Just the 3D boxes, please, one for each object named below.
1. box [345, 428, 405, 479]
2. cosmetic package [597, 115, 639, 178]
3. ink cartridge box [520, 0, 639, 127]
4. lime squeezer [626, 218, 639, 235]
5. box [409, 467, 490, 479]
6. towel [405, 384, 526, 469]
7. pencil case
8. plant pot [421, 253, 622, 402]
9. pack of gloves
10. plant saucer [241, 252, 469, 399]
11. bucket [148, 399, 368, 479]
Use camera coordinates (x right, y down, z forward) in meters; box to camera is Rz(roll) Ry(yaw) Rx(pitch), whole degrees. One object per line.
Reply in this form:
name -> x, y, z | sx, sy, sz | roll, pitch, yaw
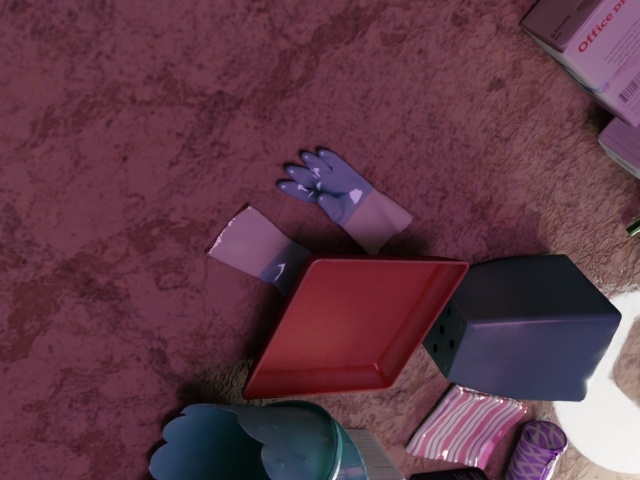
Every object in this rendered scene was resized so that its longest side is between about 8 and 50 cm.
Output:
box -> -0.002, 0.389, 1.544 | 0.182, 0.119, 0.181 | 9, 117, -37
cosmetic package -> 0.496, -0.198, 1.423 | 0.231, 0.085, 0.117 | -51, 160, 8
ink cartridge box -> 0.380, -0.267, 1.313 | 0.212, 0.093, 0.154 | 29, 104, -45
lime squeezer -> 0.584, -0.129, 1.575 | 0.110, 0.059, 0.310 | 0, 123, -33
box -> 0.213, 0.487, 1.776 | 0.158, 0.093, 0.156 | 2, 121, -33
towel -> 0.247, 0.314, 1.711 | 0.197, 0.029, 0.144 | 20, 110, -41
pencil case -> 0.381, 0.417, 1.835 | 0.086, 0.088, 0.206 | -8, 127, -25
plant pot -> 0.276, 0.130, 1.506 | 0.234, 0.165, 0.165 | 0, 122, -24
pack of gloves -> 0.000, 0.000, 1.304 | 0.195, 0.046, 0.232 | -49, 134, 7
plant saucer -> 0.040, 0.108, 1.388 | 0.258, 0.047, 0.259 | 2, 131, -34
bucket -> -0.080, 0.342, 1.355 | 0.183, 0.281, 0.281 | 4, 120, -44
